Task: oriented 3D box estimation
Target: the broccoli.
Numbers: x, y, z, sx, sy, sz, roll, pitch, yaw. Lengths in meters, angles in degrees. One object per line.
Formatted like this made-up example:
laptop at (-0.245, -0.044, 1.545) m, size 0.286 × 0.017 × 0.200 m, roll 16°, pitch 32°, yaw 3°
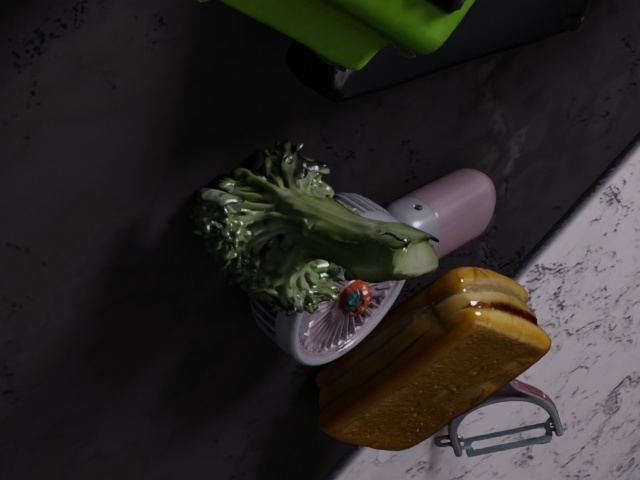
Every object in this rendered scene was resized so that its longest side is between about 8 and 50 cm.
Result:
broccoli at (0.002, -0.001, 1.173) m, size 0.118 × 0.204 × 0.122 m, roll -37°, pitch 114°, yaw -23°

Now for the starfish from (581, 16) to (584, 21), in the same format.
starfish at (0.221, -0.214, 1.383) m, size 0.091 × 0.028 × 0.078 m, roll -33°, pitch 152°, yaw -29°

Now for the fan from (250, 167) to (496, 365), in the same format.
fan at (0.049, 0.007, 1.365) m, size 0.244 × 0.074 × 0.130 m, roll -28°, pitch 144°, yaw -38°

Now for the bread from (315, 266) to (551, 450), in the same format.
bread at (0.087, 0.100, 1.459) m, size 0.116 × 0.077 × 0.200 m, roll 11°, pitch 139°, yaw -45°

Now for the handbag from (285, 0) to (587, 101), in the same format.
handbag at (0.101, -0.222, 1.160) m, size 0.275 × 0.088 × 0.244 m, roll -18°, pitch 140°, yaw -39°

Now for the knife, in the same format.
knife at (0.131, 0.115, 1.612) m, size 0.123 × 0.053 × 0.278 m, roll -17°, pitch 144°, yaw 10°

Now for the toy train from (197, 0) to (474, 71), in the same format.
toy train at (0.010, -0.237, 0.880) m, size 0.307 × 0.249 × 0.173 m, roll -54°, pitch 146°, yaw 10°
